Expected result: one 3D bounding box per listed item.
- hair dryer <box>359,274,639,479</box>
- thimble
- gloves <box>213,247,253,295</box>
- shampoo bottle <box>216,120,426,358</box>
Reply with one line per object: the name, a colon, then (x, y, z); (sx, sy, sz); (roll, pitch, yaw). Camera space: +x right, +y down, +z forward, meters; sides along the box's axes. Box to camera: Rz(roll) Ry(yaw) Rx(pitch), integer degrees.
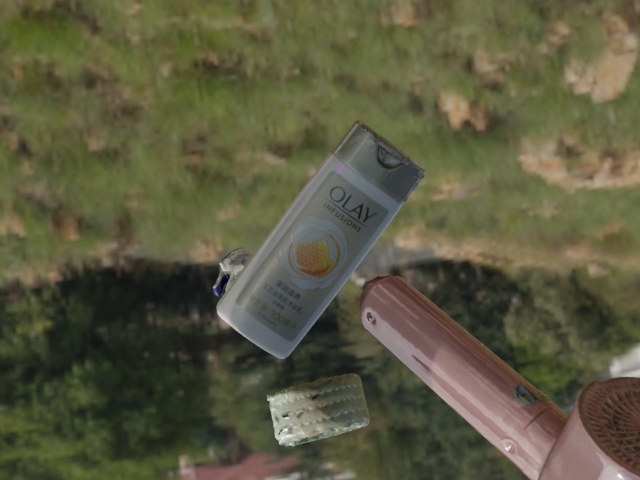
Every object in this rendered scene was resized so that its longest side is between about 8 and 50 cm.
hair dryer: (0.147, 0.154, 1.120); (0.125, 0.352, 0.210); (-18, 138, -40)
thimble: (-0.003, 0.189, 1.543); (0.109, 0.062, 0.084); (-11, 167, -19)
gloves: (-0.090, 0.043, 1.546); (0.064, 0.086, 0.026); (-38, 122, -1)
shampoo bottle: (0.000, 0.000, 1.312); (0.227, 0.086, 0.056); (-52, -168, 6)
